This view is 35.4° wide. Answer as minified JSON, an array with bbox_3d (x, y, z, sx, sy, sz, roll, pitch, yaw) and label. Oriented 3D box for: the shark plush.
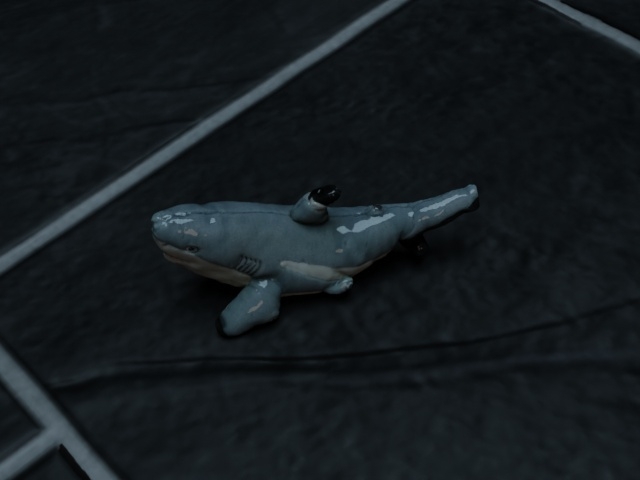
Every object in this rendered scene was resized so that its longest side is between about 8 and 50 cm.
[{"bbox_3d":[0.000,0.000,0.504,0.161,0.067,0.073,-1,50,5],"label":"shark plush"}]
